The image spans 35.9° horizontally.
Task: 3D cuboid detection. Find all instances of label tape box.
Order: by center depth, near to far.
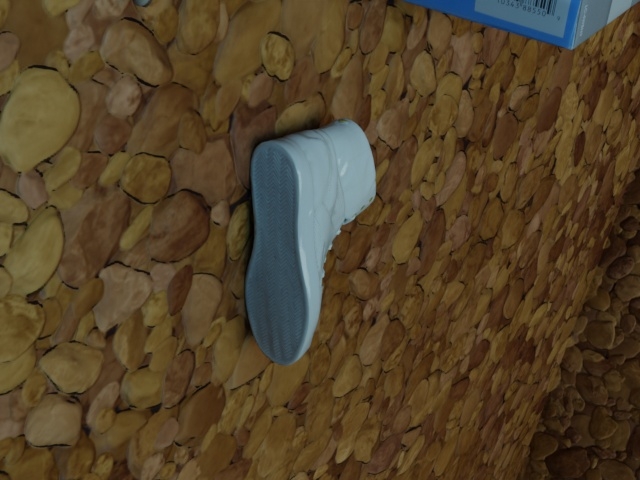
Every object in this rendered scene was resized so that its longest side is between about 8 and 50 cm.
[{"bbox_3d":[0.281,-0.367,1.229,0.348,0.249,0.115,-37,141,-42],"label":"label tape box"}]

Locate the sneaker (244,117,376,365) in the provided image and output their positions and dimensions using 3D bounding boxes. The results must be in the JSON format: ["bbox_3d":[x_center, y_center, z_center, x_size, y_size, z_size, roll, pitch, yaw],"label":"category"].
[{"bbox_3d":[0.000,0.000,1.179,0.169,0.108,0.292,-28,133,-45],"label":"sneaker"}]

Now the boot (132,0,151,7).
[{"bbox_3d":[-0.161,-0.252,0.792,0.087,0.042,0.118,-4,113,-52],"label":"boot"}]
